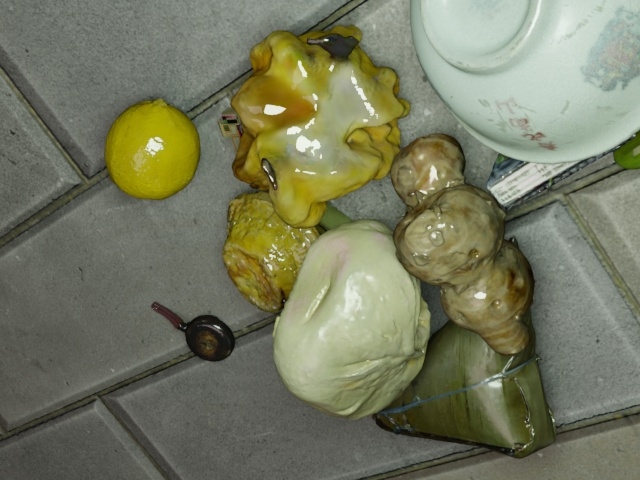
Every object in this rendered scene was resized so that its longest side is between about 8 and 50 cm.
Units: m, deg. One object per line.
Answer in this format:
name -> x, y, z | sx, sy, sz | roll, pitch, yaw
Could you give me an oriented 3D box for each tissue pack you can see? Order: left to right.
tissue pack -> 0.369, -0.154, 1.403 | 0.073, 0.173, 0.235 | 48, 130, -10

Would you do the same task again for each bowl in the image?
bowl -> 0.258, -0.314, 1.233 | 0.434, 0.196, 0.435 | 7, 101, 41

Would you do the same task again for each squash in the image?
squash -> 0.521, -0.174, 1.385 | 0.066, 0.066, 0.201 | 46, 123, -6

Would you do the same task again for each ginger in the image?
ginger -> 0.235, 0.019, 1.484 | 0.176, 0.256, 0.375 | -26, 111, 22

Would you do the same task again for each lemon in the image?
lemon -> -0.311, -0.171, 1.741 | 0.178, 0.178, 0.203 | 21, 118, 14

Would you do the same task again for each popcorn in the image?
popcorn -> -0.016, -0.200, 1.535 | 0.316, 0.281, 0.297 | -37, 96, -1

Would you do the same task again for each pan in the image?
pan -> -0.286, 0.194, 2.055 | 0.212, 0.040, 0.115 | 27, 124, 9

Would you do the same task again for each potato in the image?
potato -> 0.000, 0.000, 1.754 | 0.149, 0.081, 0.120 | 35, 128, 2

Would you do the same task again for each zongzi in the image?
zongzi -> 0.234, 0.189, 1.723 | 0.356, 0.174, 0.393 | -3, 101, 39

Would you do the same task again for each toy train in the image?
toy train -> -0.130, -0.182, 1.723 | 0.087, 0.050, 0.138 | 0, 121, 33

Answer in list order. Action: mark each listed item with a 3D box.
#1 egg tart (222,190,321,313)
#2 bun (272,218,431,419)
egg tart -> -0.091, 0.041, 1.752 | 0.294, 0.123, 0.294 | 33, 146, 25
bun -> 0.077, 0.143, 1.581 | 0.213, 0.361, 0.361 | 18, 128, 28
